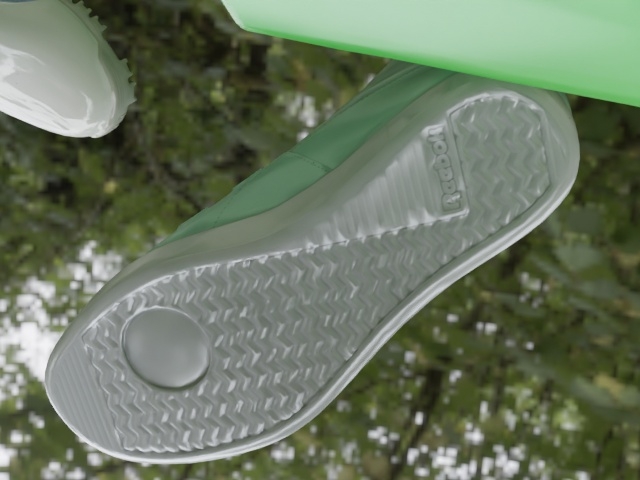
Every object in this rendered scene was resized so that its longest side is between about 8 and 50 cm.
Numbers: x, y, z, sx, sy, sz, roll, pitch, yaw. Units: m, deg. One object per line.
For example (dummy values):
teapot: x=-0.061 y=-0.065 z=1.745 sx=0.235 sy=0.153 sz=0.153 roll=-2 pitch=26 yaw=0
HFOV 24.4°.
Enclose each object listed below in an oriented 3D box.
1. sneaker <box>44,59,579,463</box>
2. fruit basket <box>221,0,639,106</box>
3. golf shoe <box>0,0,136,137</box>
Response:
sneaker: x=0.001 y=0.000 z=0.654 sx=0.256 sy=0.094 sz=0.151 roll=-32 pitch=-168 yaw=16
fruit basket: x=0.112 y=-0.218 z=0.301 sx=0.392 sy=0.283 sz=0.392 roll=6 pitch=155 yaw=3
golf shoe: x=-0.163 y=-0.083 z=0.593 sx=0.176 sy=0.069 sz=0.086 roll=31 pitch=-138 yaw=-4
